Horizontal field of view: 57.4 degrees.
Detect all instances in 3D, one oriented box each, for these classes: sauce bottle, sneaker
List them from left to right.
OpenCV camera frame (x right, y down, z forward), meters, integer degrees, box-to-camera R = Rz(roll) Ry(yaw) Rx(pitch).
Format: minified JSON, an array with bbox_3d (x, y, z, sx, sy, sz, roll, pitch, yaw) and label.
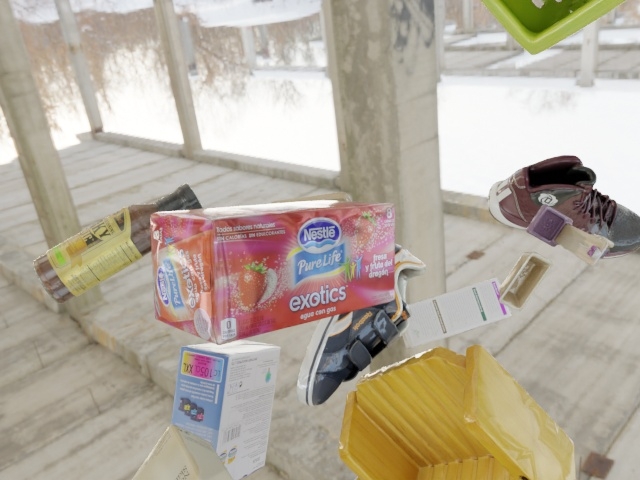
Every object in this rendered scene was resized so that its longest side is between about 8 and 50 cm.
[{"bbox_3d":[-0.406,-0.004,1.202,0.344,0.111,0.111,-33,-149,-14],"label":"sauce bottle"},{"bbox_3d":[0.075,0.146,1.000,0.127,0.126,0.321,21,-105,21],"label":"sneaker"},{"bbox_3d":[0.427,-0.056,0.938,0.281,0.162,0.106,13,-112,-4],"label":"sneaker"}]

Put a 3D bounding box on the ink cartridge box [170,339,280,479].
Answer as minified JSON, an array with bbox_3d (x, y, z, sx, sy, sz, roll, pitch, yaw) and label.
[{"bbox_3d":[-0.248,0.465,1.497,0.151,0.395,0.270,5,177,25],"label":"ink cartridge box"}]

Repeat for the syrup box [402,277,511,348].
[{"bbox_3d":[0.299,0.167,1.329,0.237,0.096,0.093,-16,168,-1],"label":"syrup box"}]

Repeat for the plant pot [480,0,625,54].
[{"bbox_3d":[0.253,-0.356,0.546,0.207,0.228,0.227,-46,-172,-22],"label":"plant pot"}]

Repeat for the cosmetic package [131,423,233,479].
[{"bbox_3d":[-0.248,0.499,1.102,0.160,0.113,0.309,-56,-152,-8],"label":"cosmetic package"}]

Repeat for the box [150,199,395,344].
[{"bbox_3d":[-0.045,0.021,0.654,0.257,0.122,0.128,-8,-170,-42],"label":"box"}]

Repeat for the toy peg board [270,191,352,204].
[{"bbox_3d":[0.000,0.000,1.083,0.161,0.160,0.079,-5,-130,30],"label":"toy peg board"}]

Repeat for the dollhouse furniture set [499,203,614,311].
[{"bbox_3d":[0.253,0.040,0.604,0.091,0.114,0.081,26,-167,-20],"label":"dollhouse furniture set"}]

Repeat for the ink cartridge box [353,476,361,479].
[{"bbox_3d":[0.177,0.539,1.282,0.309,0.130,0.272,-48,-153,-15],"label":"ink cartridge box"}]

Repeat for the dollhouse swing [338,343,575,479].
[{"bbox_3d":[0.165,0.403,0.908,0.347,0.315,0.305,-36,-169,49],"label":"dollhouse swing"}]
